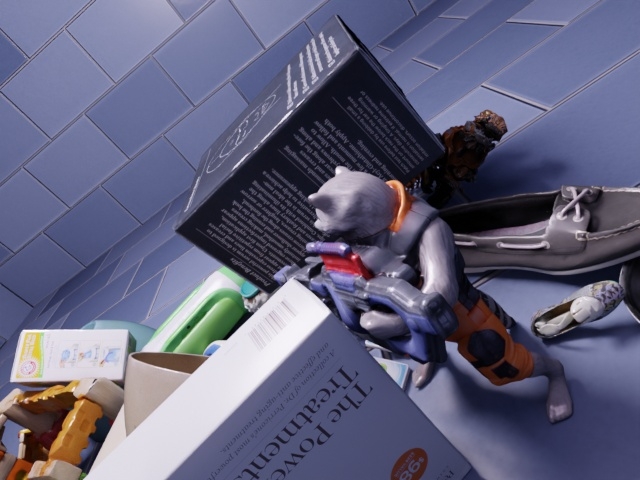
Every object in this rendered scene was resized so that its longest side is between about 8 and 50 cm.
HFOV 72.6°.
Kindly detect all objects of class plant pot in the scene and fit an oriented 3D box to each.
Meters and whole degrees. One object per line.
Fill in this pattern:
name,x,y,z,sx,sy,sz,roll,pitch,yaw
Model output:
plant pot,-0.528,0.310,1.076,0.290,0.195,0.290,-30,28,18
plant pot,-0.129,0.268,0.585,0.284,0.284,0.190,-6,71,49

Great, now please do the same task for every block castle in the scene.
block castle,-0.497,0.486,0.753,0.303,0.213,0.453,-16,39,19

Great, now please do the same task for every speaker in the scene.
speaker,-0.281,0.203,0.996,0.296,0.131,0.131,-50,28,-20

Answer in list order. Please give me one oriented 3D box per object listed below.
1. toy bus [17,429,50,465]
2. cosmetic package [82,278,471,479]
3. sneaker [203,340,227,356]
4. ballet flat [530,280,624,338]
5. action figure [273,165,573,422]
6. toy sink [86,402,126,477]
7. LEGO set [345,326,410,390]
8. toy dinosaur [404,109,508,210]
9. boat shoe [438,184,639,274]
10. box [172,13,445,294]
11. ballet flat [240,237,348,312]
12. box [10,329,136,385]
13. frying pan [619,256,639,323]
toy bus,-0.642,0.502,1.022,0.104,0.190,0.202,-2,14,-25
cosmetic package,-0.062,0.270,0.423,0.377,0.284,0.097,-44,29,-8
sneaker,-0.200,0.252,0.889,0.152,0.058,0.084,-14,27,31
ballet flat,0.289,0.085,0.498,0.114,0.041,0.041,-48,13,47
action figure,0.092,0.052,0.511,0.178,0.330,0.341,-47,27,-16
toy sink,-0.271,0.351,0.747,0.153,0.131,0.234,-24,35,30
LEGO set,0.034,0.127,0.693,0.244,0.060,0.182,7,47,28
toy dinosaur,0.228,-0.130,0.846,0.218,0.164,0.322,-48,-16,-17
boat shoe,0.282,-0.020,0.594,0.335,0.095,0.112,-15,33,55
box,-0.033,-0.153,0.774,0.395,0.212,0.293,-39,29,21
ballet flat,0.000,0.000,0.914,0.409,0.147,0.147,-49,26,2
box,-0.508,0.250,0.917,0.114,0.203,0.103,119,151,-63
frying pan,0.449,0.039,0.374,0.326,0.053,0.197,2,48,54
